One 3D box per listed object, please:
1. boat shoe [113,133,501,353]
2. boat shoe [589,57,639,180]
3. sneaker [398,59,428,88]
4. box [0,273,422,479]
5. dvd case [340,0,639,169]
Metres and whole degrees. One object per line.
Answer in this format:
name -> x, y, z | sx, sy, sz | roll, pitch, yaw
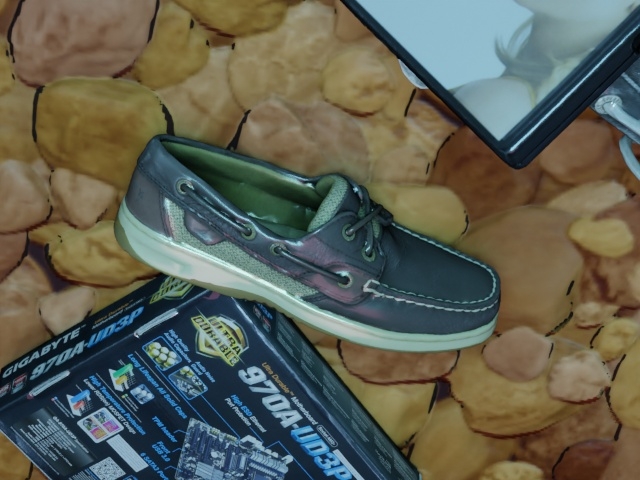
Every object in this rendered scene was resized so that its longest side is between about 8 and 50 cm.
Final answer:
boat shoe -> -0.001, -0.001, 0.817 | 0.224, 0.080, 0.073 | 16, 126, -4
boat shoe -> 0.208, -0.045, 0.725 | 0.105, 0.113, 0.306 | -38, 144, 19
sneaker -> 0.125, -0.141, 0.719 | 0.235, 0.094, 0.153 | -19, 122, 12
box -> -0.067, 0.127, 0.915 | 0.175, 0.051, 0.220 | -30, 117, 18
dvd case -> 0.115, -0.174, 0.623 | 0.253, 0.180, 0.022 | -44, 148, 6
